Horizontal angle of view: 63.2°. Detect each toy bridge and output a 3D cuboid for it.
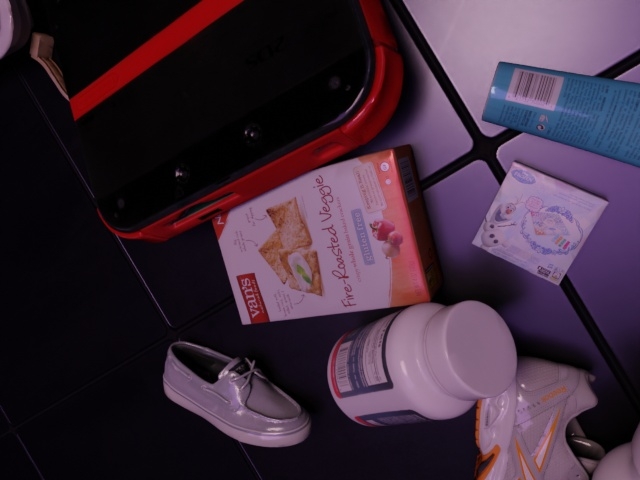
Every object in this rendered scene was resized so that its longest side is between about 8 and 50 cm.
[{"bbox_3d":[-0.315,-0.210,0.687,0.188,0.026,0.063,30,116,16],"label":"toy bridge"}]

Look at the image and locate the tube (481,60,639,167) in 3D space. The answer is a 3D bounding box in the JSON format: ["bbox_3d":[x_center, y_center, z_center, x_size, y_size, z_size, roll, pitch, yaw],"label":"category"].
[{"bbox_3d":[0.246,-0.103,0.440,0.207,0.052,0.080,19,116,14],"label":"tube"}]

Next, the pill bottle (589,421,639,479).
[{"bbox_3d":[0.294,0.270,0.436,0.153,0.153,0.265,17,121,21],"label":"pill bottle"}]

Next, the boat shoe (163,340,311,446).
[{"bbox_3d":[-0.115,0.191,0.673,0.227,0.079,0.081,14,114,25],"label":"boat shoe"}]

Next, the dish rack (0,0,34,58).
[{"bbox_3d":[-0.534,-0.362,0.725,0.332,0.072,0.286,-9,101,27],"label":"dish rack"}]

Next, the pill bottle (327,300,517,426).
[{"bbox_3d":[0.093,0.119,0.502,0.108,0.108,0.180,57,145,2],"label":"pill bottle"}]

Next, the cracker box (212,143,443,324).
[{"bbox_3d":[0.000,0.000,0.572,0.232,0.067,0.156,-12,98,28],"label":"cracker box"}]

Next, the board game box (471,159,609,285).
[{"bbox_3d":[0.206,-0.017,0.495,0.090,0.020,0.090,28,115,16],"label":"board game box"}]

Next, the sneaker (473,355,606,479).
[{"bbox_3d":[0.216,0.239,0.522,0.121,0.099,0.263,4,107,20],"label":"sneaker"}]

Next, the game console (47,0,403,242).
[{"bbox_3d":[-0.128,-0.205,0.555,0.386,0.060,0.342,-22,79,26],"label":"game console"}]
